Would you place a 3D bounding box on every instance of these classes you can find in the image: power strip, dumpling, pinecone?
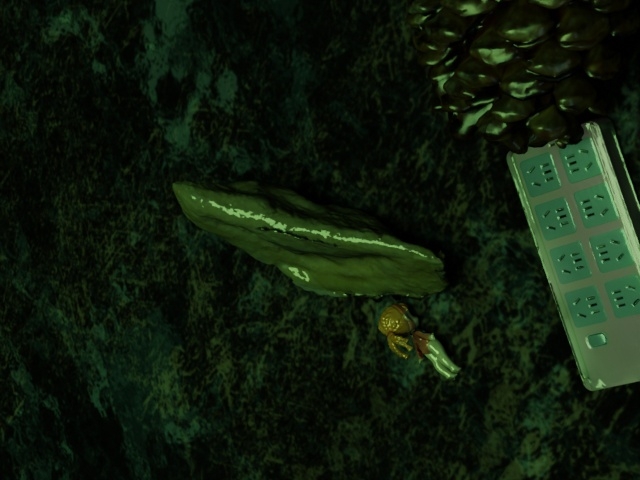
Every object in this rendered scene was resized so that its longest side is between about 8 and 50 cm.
[{"bbox_3d":[0.274,0.014,1.170,0.109,0.037,0.279,-20,89,39],"label":"power strip"},{"bbox_3d":[0.001,-0.004,1.351,0.332,0.166,0.086,19,70,17],"label":"dumpling"},{"bbox_3d":[0.184,-0.208,1.075,0.224,0.224,0.273,12,129,36],"label":"pinecone"}]

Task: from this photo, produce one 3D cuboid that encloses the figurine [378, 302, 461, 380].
[{"bbox_3d":[0.110,0.115,1.324,0.109,0.047,0.064,42,147,15],"label":"figurine"}]
